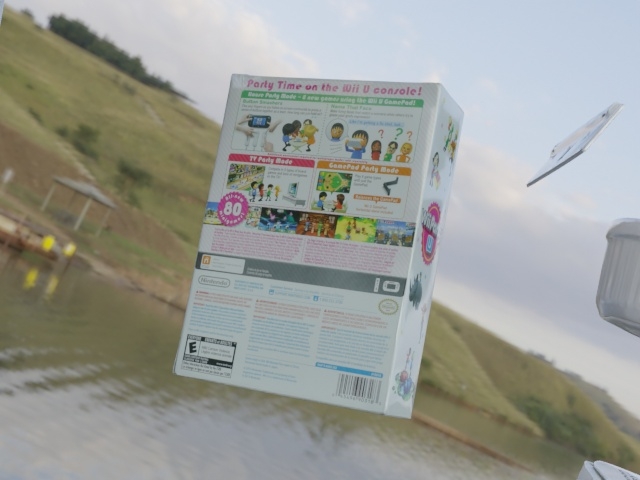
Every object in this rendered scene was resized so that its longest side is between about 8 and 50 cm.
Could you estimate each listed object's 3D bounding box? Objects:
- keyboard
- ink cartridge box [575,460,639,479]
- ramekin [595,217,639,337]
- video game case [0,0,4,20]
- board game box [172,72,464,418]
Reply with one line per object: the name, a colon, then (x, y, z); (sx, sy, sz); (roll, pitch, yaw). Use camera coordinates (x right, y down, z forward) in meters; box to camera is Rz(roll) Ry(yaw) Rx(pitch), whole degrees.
keyboard: (0.298, -0.108, 1.166); (0.014, 0.072, 0.256); (36, -5, 2)
ink cartridge box: (0.273, 0.439, 0.871); (0.160, 0.384, 0.279); (20, 11, -12)
ramekin: (0.486, 0.078, 1.265); (0.273, 0.127, 0.273); (22, -4, 1)
video game case: (-0.434, -0.280, 1.100); (0.023, 0.212, 0.193); (-5, -21, 23)
board game box: (0.000, 0.000, 0.940); (0.224, 0.303, 0.097); (7, -8, 24)
